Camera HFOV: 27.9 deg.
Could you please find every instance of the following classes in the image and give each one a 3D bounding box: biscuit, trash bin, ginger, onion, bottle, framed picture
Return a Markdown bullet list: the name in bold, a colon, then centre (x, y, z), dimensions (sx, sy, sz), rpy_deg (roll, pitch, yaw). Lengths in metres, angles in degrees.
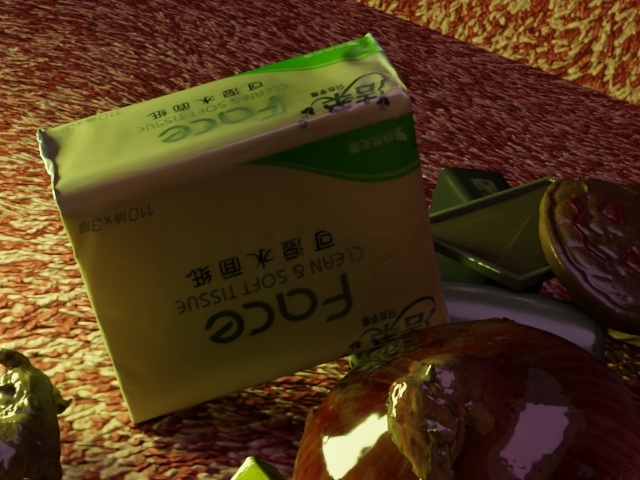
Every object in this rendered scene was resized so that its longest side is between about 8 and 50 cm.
- **biscuit**: centre (0.412, 0.015, 1.702), dimensions (0.257, 0.049, 0.273), rpy_deg (4, 45, -20)
- **trash bin**: centre (0.248, 0.015, 1.958), dimensions (0.115, 0.165, 0.225), rpy_deg (6, 28, -19)
- **ginger**: centre (-0.318, 0.223, 1.318), dimensions (0.084, 0.122, 0.290), rpy_deg (-25, 27, 13)
- **onion**: centre (0.134, 0.237, 1.216), dimensions (0.353, 0.354, 0.354), rpy_deg (11, 25, -5)
- **bottle**: centre (0.188, 0.130, 1.674), dimensions (0.346, 0.169, 0.168), rpy_deg (14, 24, 4)
- **framed picture**: centre (0.303, -0.017, 1.809), dimensions (0.324, 0.020, 0.240), rpy_deg (-18, 31, -37)

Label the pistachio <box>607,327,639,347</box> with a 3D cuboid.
- **pistachio**: centre (0.505, 0.044, 1.936), dimensions (0.229, 0.230, 0.309), rpy_deg (9, 29, -11)

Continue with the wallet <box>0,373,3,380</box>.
- **wallet**: centre (-0.412, 0.183, 1.406), dimensions (0.124, 0.032, 0.183), rpy_deg (6, 27, -10)

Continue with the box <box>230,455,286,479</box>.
- **box**: centre (-0.021, 0.352, 1.075), dimensions (0.047, 0.187, 0.335), rpy_deg (32, 7, -44)

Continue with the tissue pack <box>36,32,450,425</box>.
- **tissue pack**: centre (-0.080, -0.012, 1.485), dimensions (0.404, 0.332, 0.205), rpy_deg (-17, 32, -6)
